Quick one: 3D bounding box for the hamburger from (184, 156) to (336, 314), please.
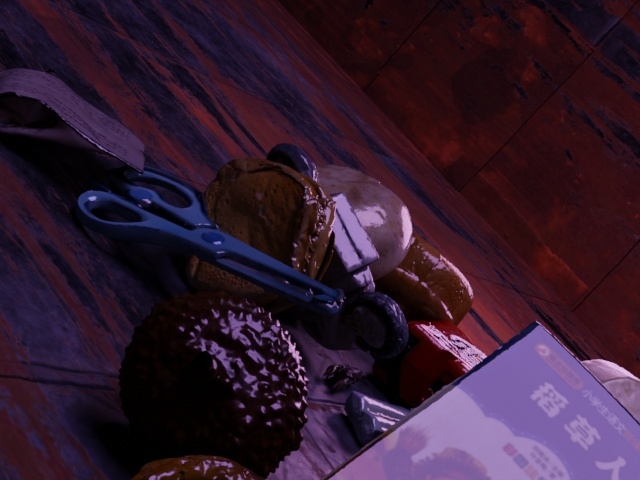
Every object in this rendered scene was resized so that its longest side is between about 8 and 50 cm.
[{"bbox_3d":[-0.084,-0.004,1.686,0.213,0.213,0.108,50,17,29],"label":"hamburger"}]

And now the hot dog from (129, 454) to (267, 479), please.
[{"bbox_3d":[-0.074,0.278,1.119,0.227,0.099,0.160,39,18,-23],"label":"hot dog"}]

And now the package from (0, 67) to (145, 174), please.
[{"bbox_3d":[-0.346,-0.169,1.695,0.251,0.062,0.204,22,15,-13],"label":"package"}]

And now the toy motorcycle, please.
[{"bbox_3d":[-0.004,0.032,1.804,0.108,0.223,0.340,-25,81,-33],"label":"toy motorcycle"}]

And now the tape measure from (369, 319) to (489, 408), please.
[{"bbox_3d":[0.213,0.231,1.961,0.260,0.114,0.253,44,12,16],"label":"tape measure"}]

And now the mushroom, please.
[{"bbox_3d":[0.000,0.000,1.979,0.254,0.195,0.189,20,27,26],"label":"mushroom"}]

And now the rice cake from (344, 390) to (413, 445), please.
[{"bbox_3d":[0.112,0.263,1.760,0.226,0.040,0.085,25,23,-49],"label":"rice cake"}]

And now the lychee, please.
[{"bbox_3d":[-0.104,0.145,1.240,0.200,0.200,0.238,45,-7,11],"label":"lychee"}]

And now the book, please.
[{"bbox_3d":[0.220,0.297,1.465,0.428,0.039,0.300,-30,68,-36],"label":"book"}]

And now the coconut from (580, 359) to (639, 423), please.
[{"bbox_3d":[0.351,0.319,1.736,0.323,0.323,0.323,39,15,-12],"label":"coconut"}]

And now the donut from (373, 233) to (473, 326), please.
[{"bbox_3d":[0.154,0.076,2.163,0.227,0.114,0.226,38,-14,12],"label":"donut"}]

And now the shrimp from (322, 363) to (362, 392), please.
[{"bbox_3d":[0.029,0.189,1.779,0.038,0.029,0.092,46,19,12],"label":"shrimp"}]

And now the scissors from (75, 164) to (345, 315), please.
[{"bbox_3d":[-0.138,0.002,1.593,0.393,0.032,0.180,26,33,21],"label":"scissors"}]
